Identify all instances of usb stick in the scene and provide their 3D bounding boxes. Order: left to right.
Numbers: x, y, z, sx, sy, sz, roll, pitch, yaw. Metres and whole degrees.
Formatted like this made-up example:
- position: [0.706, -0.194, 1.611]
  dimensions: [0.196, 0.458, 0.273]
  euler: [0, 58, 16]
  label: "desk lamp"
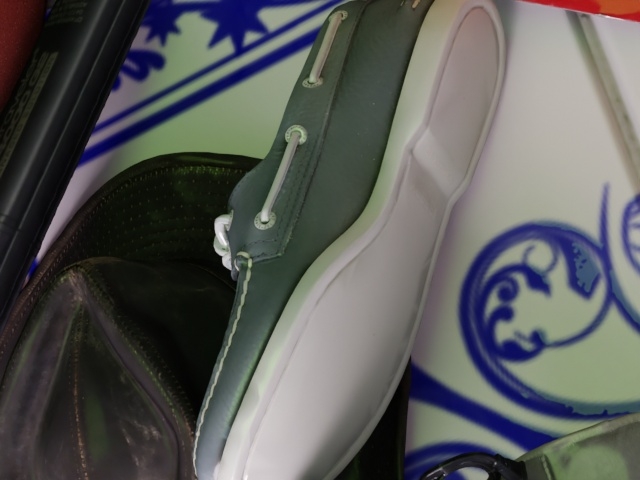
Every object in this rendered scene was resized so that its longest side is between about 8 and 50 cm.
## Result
- position: [-0.175, -0.055, 1.086]
  dimensions: [0.077, 0.045, 0.278]
  euler: [-1, 63, 52]
  label: "usb stick"

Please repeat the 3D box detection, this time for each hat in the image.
- position: [-0.107, 0.099, 0.996]
  dimensions: [0.331, 0.134, 0.331]
  euler: [-7, 75, 28]
  label: "hat"

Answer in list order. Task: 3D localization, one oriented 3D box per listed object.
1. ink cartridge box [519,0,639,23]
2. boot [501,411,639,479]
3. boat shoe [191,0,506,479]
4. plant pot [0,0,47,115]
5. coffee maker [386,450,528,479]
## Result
- position: [0.169, -0.240, 0.872]
  dimensions: [0.309, 0.130, 0.272]
  euler: [13, 101, 22]
  label: "ink cartridge box"
- position: [0.127, 0.209, 0.876]
  dimensions: [0.190, 0.076, 0.208]
  euler: [-26, 73, 7]
  label: "boot"
- position: [0.000, 0.000, 0.947]
  dimensions: [0.099, 0.116, 0.319]
  euler: [12, 66, 30]
  label: "boat shoe"
- position: [-0.329, -0.128, 1.112]
  dimensions: [0.267, 0.267, 0.236]
  euler: [19, 76, 31]
  label: "plant pot"
- position: [0.032, 0.213, 0.840]
  dimensions: [0.171, 0.120, 0.178]
  euler: [-53, 35, 34]
  label: "coffee maker"
